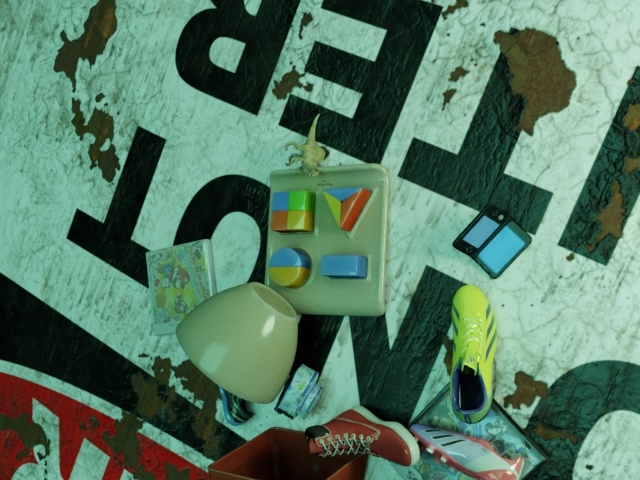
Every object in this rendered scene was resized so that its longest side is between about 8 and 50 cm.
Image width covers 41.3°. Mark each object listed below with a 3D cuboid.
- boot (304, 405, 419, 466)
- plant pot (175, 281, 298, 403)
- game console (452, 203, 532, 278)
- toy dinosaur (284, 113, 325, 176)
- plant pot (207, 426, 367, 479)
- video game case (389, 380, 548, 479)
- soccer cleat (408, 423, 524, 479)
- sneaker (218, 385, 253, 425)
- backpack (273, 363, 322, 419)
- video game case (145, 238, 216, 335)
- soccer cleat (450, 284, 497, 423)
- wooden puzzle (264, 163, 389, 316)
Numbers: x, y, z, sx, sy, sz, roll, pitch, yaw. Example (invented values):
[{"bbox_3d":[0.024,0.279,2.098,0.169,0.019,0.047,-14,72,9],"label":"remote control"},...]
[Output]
[{"bbox_3d":[0.079,0.439,1.807,0.244,0.176,0.088,14,112,53],"label":"boot"},{"bbox_3d":[-0.162,0.208,1.951,0.284,0.284,0.191,43,102,25],"label":"plant pot"},{"bbox_3d":[0.358,0.003,1.778,0.122,0.107,0.071,-50,37,18],"label":"game console"},{"bbox_3d":[-0.035,-0.211,2.022,0.092,0.053,0.183,-5,58,9],"label":"toy dinosaur"},{"bbox_3d":[-0.064,0.591,1.892,0.267,0.267,0.236,4,101,31],"label":"plant pot"},{"bbox_3d":[0.298,0.456,1.802,0.248,0.035,0.275,48,110,24],"label":"video game case"},{"bbox_3d":[0.298,0.434,1.750,0.248,0.083,0.095,26,68,34],"label":"soccer cleat"},{"bbox_3d":[-0.211,0.361,2.098,0.078,0.067,0.188,-19,75,6],"label":"sneaker"},{"bbox_3d":[-0.042,0.352,1.972,0.084,0.105,0.114,26,101,6],"label":"backpack"},{"bbox_3d":[-0.361,0.125,2.214,0.206,0.026,0.227,-12,81,29],"label":"video game case"},{"bbox_3d":[0.311,0.228,1.739,0.093,0.121,0.289,-2,74,17],"label":"soccer cleat"},{"bbox_3d":[0.000,0.000,1.979,0.322,0.080,0.348,-1,87,30],"label":"wooden puzzle"}]
